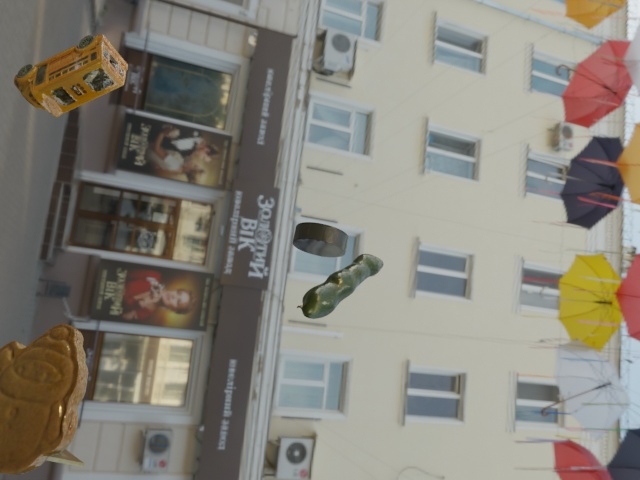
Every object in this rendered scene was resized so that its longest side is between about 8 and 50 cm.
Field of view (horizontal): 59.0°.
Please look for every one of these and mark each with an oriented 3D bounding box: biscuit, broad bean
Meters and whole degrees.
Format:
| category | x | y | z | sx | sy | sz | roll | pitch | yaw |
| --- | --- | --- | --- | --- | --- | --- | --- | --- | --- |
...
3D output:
| category | x | y | z | sx | sy | sz | roll | pitch | yaw |
| --- | --- | --- | --- | --- | --- | --- | --- | --- | --- |
| biscuit | -0.700 | 0.366 | 1.342 | 0.057 | 0.311 | 0.352 | 64 | 25 | -55 |
| broad bean | 0.045 | 0.074 | 1.013 | 0.052 | 0.256 | 0.053 | 25 | -60 | 25 |

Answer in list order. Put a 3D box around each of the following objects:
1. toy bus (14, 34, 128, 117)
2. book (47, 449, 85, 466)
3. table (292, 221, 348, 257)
| category | x | y | z | sx | sy | sz | roll | pitch | yaw |
| --- | --- | --- | --- | --- | --- | --- | --- | --- | --- |
| toy bus | -0.375 | -0.238 | 0.845 | 0.070 | 0.162 | 0.074 | 55 | 18 | -52 |
| book | -0.685 | 0.537 | 1.439 | 0.172 | 0.118 | 0.012 | 0 | -114 | 47 |
| table | 0.000 | 0.000 | 1.379 | 0.133 | 0.133 | 0.043 | 148 | -44 | -65 |
